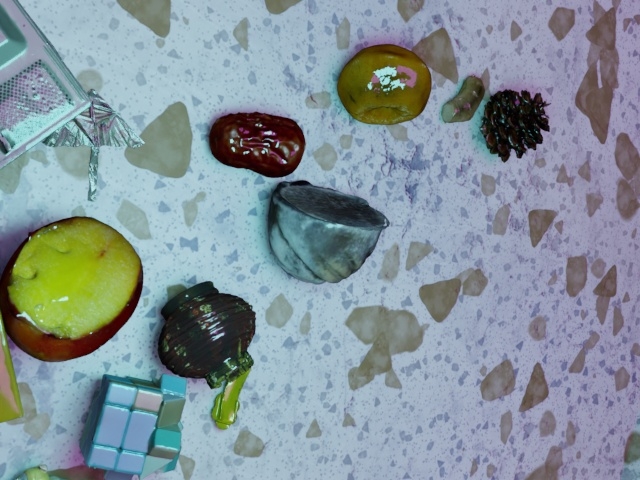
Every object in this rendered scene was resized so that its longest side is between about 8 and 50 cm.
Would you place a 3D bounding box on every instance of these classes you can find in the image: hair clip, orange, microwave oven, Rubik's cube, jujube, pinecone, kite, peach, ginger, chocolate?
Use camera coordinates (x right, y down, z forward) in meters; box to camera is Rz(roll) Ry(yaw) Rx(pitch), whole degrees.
[{"bbox_3d":[-0.224,0.381,1.831,0.072,0.046,0.173,20,80,-29],"label":"hair clip"},{"bbox_3d":[0.174,-0.422,1.946,0.248,0.249,0.183,9,72,-33],"label":"orange"},{"bbox_3d":[-0.654,-0.352,1.308,0.236,0.374,0.432,-41,114,-17],"label":"microwave oven"},{"bbox_3d":[-0.396,0.416,1.614,0.212,0.224,0.265,18,83,-22],"label":"Rubik's cube"},{"bbox_3d":[-0.150,-0.233,1.786,0.230,0.155,0.155,4,90,-32],"label":"jujube"},{"bbox_3d":[0.591,-0.355,2.228,0.221,0.221,0.222,-2,94,-33],"label":"pinecone"},{"bbox_3d":[-0.500,-0.211,1.643,0.229,0.012,0.250,-1,95,-32],"label":"kite"},{"bbox_3d":[-0.500,0.096,1.464,0.280,0.338,0.281,0,96,-1],"label":"peach"},{"bbox_3d":[0.429,-0.413,2.198,0.095,0.069,0.190,34,74,-4],"label":"ginger"},{"bbox_3d":[0.000,0.000,1.843,0.303,0.303,0.213,6,112,-33],"label":"chocolate"}]

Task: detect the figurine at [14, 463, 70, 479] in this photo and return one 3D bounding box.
[{"bbox_3d":[-0.584,0.549,1.570,0.235,0.127,0.155,-29,98,-34],"label":"figurine"}]

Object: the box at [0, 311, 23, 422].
[{"bbox_3d":[-0.641,0.153,1.332,0.115,0.415,0.265,-15,101,-26],"label":"box"}]

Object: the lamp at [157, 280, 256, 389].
[{"bbox_3d":[-0.255,0.222,1.696,0.246,0.247,0.247,-2,94,-33],"label":"lamp"}]
